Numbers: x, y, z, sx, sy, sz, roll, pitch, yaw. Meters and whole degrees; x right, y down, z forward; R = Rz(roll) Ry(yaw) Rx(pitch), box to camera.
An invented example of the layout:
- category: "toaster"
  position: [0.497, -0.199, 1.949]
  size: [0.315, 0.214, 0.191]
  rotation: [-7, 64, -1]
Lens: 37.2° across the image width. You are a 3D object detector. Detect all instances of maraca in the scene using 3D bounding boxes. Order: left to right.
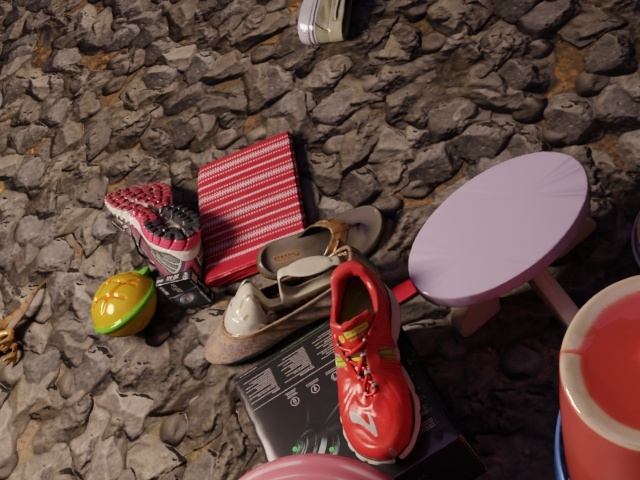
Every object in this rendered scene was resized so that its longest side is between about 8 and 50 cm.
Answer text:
- category: "maraca"
  position: [-0.337, 0.102, 1.636]
  size: [0.127, 0.099, 0.186]
  rotation: [-31, 23, 3]

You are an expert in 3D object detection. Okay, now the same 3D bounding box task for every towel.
- category: "towel"
  position: [-0.121, -0.056, 1.669]
  size: [0.198, 0.031, 0.275]
  rotation: [-21, 51, 14]

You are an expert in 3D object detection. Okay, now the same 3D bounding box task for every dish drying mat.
- category: "dish drying mat"
  position: [0.108, 0.090, 1.461]
  size: [0.083, 0.008, 0.032]
  rotation: [-32, 47, 6]

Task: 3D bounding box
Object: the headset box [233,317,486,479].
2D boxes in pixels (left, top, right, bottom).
- category: "headset box"
  position: [0.053, 0.256, 1.293]
  size: [0.246, 0.131, 0.283]
  rotation: [-33, 49, 3]

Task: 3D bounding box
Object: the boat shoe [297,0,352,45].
- category: "boat shoe"
  position: [0.037, -0.508, 1.866]
  size: [0.094, 0.109, 0.302]
  rotation: [9, 71, 15]

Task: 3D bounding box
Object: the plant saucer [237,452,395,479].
- category: "plant saucer"
  position: [-0.006, 0.425, 1.130]
  size: [0.332, 0.084, 0.332]
  rotation: [0, 89, 12]

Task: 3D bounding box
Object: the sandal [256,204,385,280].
- category: "sandal"
  position: [0.000, 0.000, 1.523]
  size: [0.219, 0.060, 0.090]
  rotation: [-16, 66, -1]

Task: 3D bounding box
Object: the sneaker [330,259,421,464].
- category: "sneaker"
  position: [0.050, 0.148, 1.205]
  size: [0.107, 0.118, 0.279]
  rotation: [-20, 51, 13]

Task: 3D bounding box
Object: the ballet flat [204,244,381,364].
- category: "ballet flat"
  position: [-0.063, 0.091, 1.486]
  size: [0.316, 0.106, 0.108]
  rotation: [-27, 43, 9]

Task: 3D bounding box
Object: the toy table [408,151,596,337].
- category: "toy table"
  position: [0.264, 0.016, 1.329]
  size: [0.274, 0.161, 0.252]
  rotation: [-30, 49, 5]

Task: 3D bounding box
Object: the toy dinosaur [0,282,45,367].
- category: "toy dinosaur"
  position: [-0.578, 0.165, 1.738]
  size: [0.211, 0.064, 0.112]
  rotation: [-44, 48, -6]

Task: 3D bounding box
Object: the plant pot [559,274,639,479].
- category: "plant pot"
  position: [0.374, 0.174, 1.006]
  size: [0.275, 0.243, 0.275]
  rotation: [-14, 52, 19]

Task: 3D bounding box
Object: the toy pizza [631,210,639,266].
- category: "toy pizza"
  position: [0.526, -0.013, 1.294]
  size: [0.201, 0.032, 0.201]
  rotation: [-14, 53, 19]

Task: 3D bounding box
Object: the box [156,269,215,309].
- category: "box"
  position: [-0.225, 0.083, 1.592]
  size: [0.067, 0.083, 0.018]
  rotation: [-13, 52, 19]

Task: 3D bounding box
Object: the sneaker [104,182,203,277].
- category: "sneaker"
  position: [-0.299, -0.018, 1.691]
  size: [0.120, 0.112, 0.299]
  rotation: [-17, 31, -22]

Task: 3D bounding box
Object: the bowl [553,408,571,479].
- category: "bowl"
  position: [0.466, 0.247, 1.117]
  size: [0.391, 0.077, 0.391]
  rotation: [-14, 53, 19]
